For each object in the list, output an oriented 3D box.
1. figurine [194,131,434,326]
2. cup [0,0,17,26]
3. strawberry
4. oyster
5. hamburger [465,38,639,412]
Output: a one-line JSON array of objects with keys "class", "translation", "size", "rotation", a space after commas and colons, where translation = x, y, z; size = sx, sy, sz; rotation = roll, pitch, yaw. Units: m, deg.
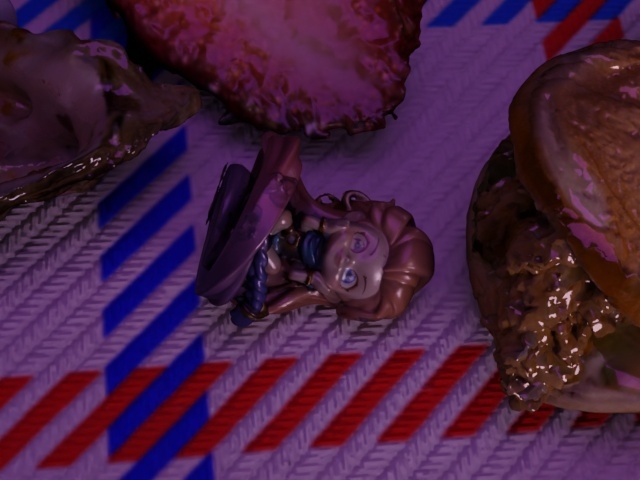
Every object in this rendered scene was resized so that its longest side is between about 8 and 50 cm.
[{"class": "figurine", "translation": [-0.007, -0.001, 0.956], "size": [0.157, 0.114, 0.126], "rotation": [12, 87, -30]}, {"class": "cup", "translation": [-0.308, -0.272, 1.069], "size": [0.173, 0.167, 0.300], "rotation": [-32, 91, -33]}, {"class": "strawberry", "translation": [-0.054, -0.197, 1.074], "size": [0.233, 0.138, 0.306], "rotation": [-23, 86, 3]}, {"class": "oyster", "translation": [-0.266, -0.072, 0.978], "size": [0.361, 0.096, 0.221], "rotation": [-17, 55, -15]}, {"class": "hamburger", "translation": [0.212, -0.004, 0.945], "size": [0.243, 0.146, 0.286], "rotation": [34, 54, 9]}]
